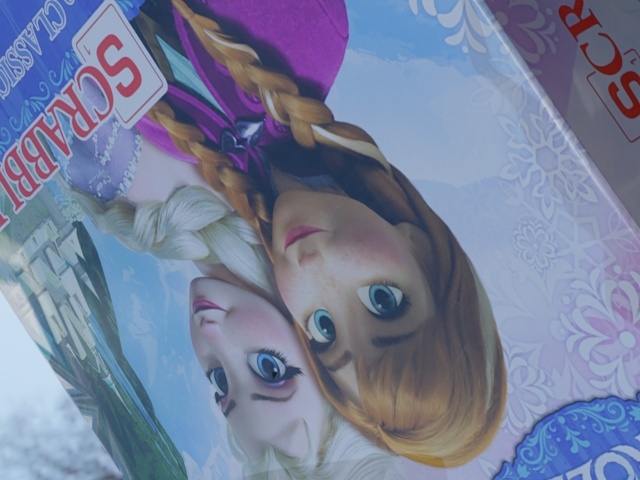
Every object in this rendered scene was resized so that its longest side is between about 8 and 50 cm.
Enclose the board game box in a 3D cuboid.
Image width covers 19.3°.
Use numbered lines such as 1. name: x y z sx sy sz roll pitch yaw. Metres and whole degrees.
1. board game box: 0.000 0.000 0.674 0.066 0.319 0.318 -32 -94 -39
